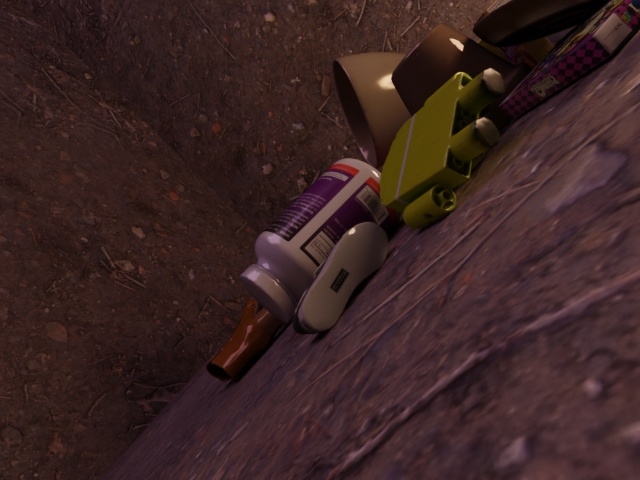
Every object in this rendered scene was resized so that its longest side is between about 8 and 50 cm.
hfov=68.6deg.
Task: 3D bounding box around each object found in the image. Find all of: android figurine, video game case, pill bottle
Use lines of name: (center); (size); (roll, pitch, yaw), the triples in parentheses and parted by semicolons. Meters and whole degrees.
android figurine: (0.173, -0.138, 0.730); (0.273, 0.056, 0.248); (-39, 33, 62)
video game case: (0.411, -0.307, 0.728); (0.210, 0.042, 0.232); (-46, 2, -10)
pill bottle: (0.000, 0.000, 0.916); (0.323, 0.181, 0.181); (-46, 2, -20)

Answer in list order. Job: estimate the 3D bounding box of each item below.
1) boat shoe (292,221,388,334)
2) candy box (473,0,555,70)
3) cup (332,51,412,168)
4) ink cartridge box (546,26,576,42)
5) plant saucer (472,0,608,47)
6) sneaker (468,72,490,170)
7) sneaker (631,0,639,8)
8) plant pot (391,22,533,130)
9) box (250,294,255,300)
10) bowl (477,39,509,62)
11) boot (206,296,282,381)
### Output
boat shoe: (0.028, 0.055, 0.739); (0.219, 0.078, 0.070); (-48, 5, -31)
candy box: (0.445, -0.461, 1.075); (0.053, 0.187, 0.109); (-44, 2, 8)
cup: (0.203, -0.406, 1.361); (0.237, 0.331, 0.331); (-23, 2, -1)
ink cartridge box: (0.594, -0.675, 1.187); (0.197, 0.273, 0.114); (-45, 6, 20)
plant saucer: (0.442, -0.424, 0.860); (0.310, 0.050, 0.310); (-16, 7, 2)
sneaker: (0.253, -0.184, 0.791); (0.229, 0.086, 0.132); (-66, 11, 1)
sneaker: (0.464, -0.369, 0.561); (0.209, 0.069, 0.082); (-45, -2, 9)
plant pot: (0.277, -0.315, 0.984); (0.263, 0.229, 0.263); (-45, 1, 1)
box: (-0.076, 0.103, 1.170); (0.186, 0.038, 0.145); (-15, 1, -1)
bowl: (0.565, -0.581, 1.454); (0.289, 0.156, 0.289); (-45, 1, 1)
boot: (-0.197, 0.243, 1.151); (0.211, 0.104, 0.295); (-46, 6, -22)
